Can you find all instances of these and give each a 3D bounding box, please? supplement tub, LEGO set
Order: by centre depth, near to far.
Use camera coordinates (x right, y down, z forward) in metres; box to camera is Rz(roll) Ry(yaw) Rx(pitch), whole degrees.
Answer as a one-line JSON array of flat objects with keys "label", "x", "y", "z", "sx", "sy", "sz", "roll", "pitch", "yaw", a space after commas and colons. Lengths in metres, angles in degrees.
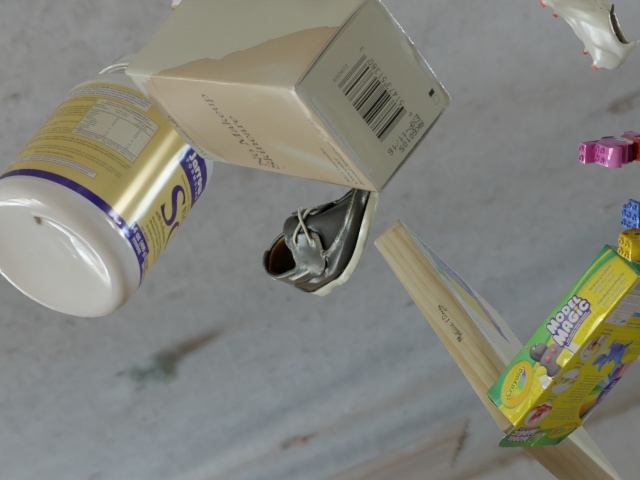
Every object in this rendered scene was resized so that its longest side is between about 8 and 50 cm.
[{"label": "LEGO set", "x": 0.295, "y": -0.028, "z": 1.194, "sx": 0.093, "sy": 0.087, "sz": 0.227, "roll": -8, "pitch": -162, "yaw": -18}, {"label": "supplement tub", "x": -0.296, "y": -0.083, "z": 1.886, "sx": 0.241, "sy": 0.241, "sz": 0.331, "roll": -48, "pitch": -171, "yaw": 51}]

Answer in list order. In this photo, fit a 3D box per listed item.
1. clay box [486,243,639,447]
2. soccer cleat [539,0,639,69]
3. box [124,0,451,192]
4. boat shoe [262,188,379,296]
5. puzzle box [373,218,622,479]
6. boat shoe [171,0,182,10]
[{"label": "clay box", "x": 0.254, "y": 0.108, "z": 1.313, "sx": 0.127, "sy": 0.053, "sz": 0.222, "roll": 10, "pitch": 123, "yaw": -50}, {"label": "soccer cleat", "x": 0.381, "y": -0.335, "z": 1.955, "sx": 0.076, "sy": 0.196, "sz": 0.068, "roll": -42, "pitch": 172, "yaw": 33}, {"label": "box", "x": -0.040, "y": -0.151, "z": 1.306, "sx": 0.121, "sy": 0.148, "sz": 0.311, "roll": -52, "pitch": -148, "yaw": -17}, {"label": "boat shoe", "x": 0.000, "y": 0.000, "z": 1.395, "sx": 0.079, "sy": 0.084, "sz": 0.233, "roll": 21, "pitch": 158, "yaw": -11}, {"label": "puzzle box", "x": 0.235, "y": 0.163, "z": 1.785, "sx": 0.052, "sy": 0.409, "sz": 0.272, "roll": -42, "pitch": 129, "yaw": 9}, {"label": "boat shoe", "x": -0.082, "y": -0.298, "z": 1.584, "sx": 0.277, "sy": 0.098, "sz": 0.096, "roll": -17, "pitch": 122, "yaw": -64}]
